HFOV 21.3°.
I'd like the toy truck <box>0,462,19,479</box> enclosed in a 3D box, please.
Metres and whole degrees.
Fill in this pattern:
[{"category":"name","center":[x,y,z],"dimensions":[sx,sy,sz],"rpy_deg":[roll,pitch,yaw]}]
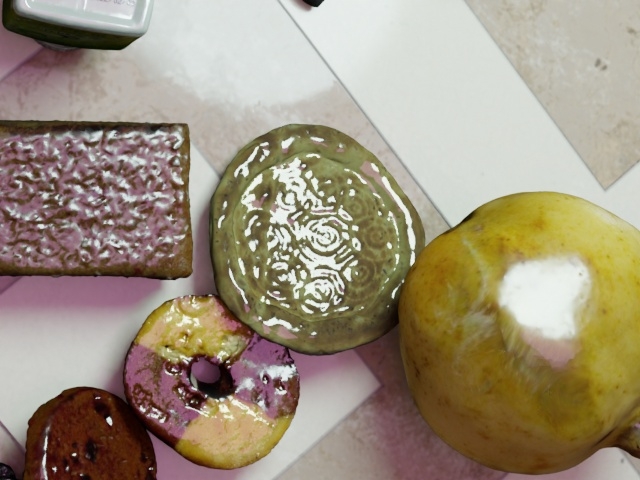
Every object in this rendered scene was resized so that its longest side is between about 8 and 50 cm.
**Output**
[{"category":"toy truck","center":[-0.345,0.279,1.677],"dimensions":[0.201,0.074,0.088],"rpy_deg":[-17,103,-16]}]

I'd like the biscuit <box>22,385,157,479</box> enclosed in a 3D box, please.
[{"category":"biscuit","center":[-0.225,0.238,1.673],"dimensions":[0.192,0.049,0.192],"rpy_deg":[34,45,-43]}]

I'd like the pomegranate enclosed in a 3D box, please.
[{"category":"pomegranate","center":[0.215,0.091,1.730],"dimensions":[0.307,0.307,0.307],"rpy_deg":[0,90,-15]}]

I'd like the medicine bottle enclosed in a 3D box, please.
[{"category":"medicine bottle","center":[-0.237,-0.235,1.641],"dimensions":[0.132,0.188,0.088],"rpy_deg":[8,88,-15]}]

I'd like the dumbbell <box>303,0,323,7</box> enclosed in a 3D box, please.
[{"category":"dumbbell","center":[0.008,-0.285,1.788],"dimensions":[0.083,0.040,0.036],"rpy_deg":[-47,133,-10]}]

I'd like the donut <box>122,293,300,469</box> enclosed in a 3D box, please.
[{"category":"donut","center":[-0.114,0.141,1.735],"dimensions":[0.184,0.073,0.166],"rpy_deg":[26,84,-13]}]

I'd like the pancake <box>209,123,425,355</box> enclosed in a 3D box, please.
[{"category":"pancake","center":[0.000,0.000,1.762],"dimensions":[0.250,0.031,0.250],"rpy_deg":[8,70,-21]}]

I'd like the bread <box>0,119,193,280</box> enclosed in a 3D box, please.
[{"category":"bread","center":[-0.334,-0.039,1.656],"dimensions":[0.416,0.113,0.165],"rpy_deg":[0,89,-14]}]
